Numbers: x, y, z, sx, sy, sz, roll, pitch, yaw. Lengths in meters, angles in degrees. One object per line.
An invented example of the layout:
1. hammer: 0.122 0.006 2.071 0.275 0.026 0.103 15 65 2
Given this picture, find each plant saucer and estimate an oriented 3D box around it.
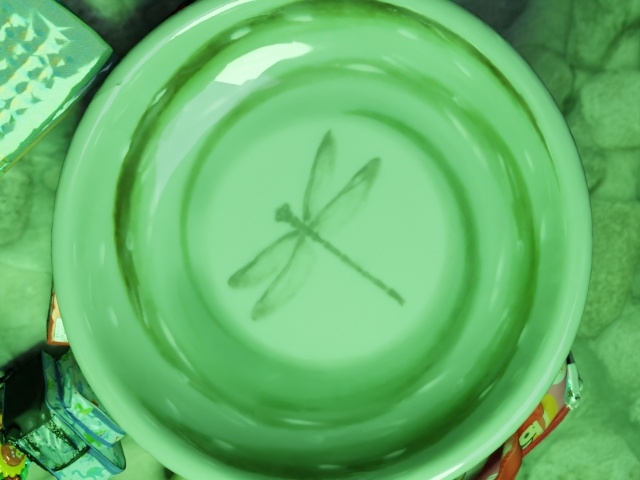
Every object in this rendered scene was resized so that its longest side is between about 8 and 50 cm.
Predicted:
1. plant saucer: 0.000 0.000 0.789 0.400 0.100 0.400 -1 86 9

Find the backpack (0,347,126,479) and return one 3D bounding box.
1. backpack: -0.214 0.159 0.894 0.084 0.105 0.114 -33 121 -1

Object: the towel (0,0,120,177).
1. towel: -0.379 -0.107 0.782 0.370 0.040 0.271 -43 115 5

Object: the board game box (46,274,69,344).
1. board game box: -0.133 0.022 0.896 0.193 0.045 0.147 5 109 -18

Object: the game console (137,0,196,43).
1. game console: -0.061 -0.162 0.863 0.124 0.085 0.144 -33 120 33

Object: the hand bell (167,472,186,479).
1. hand bell: -0.160 0.285 0.976 0.242 0.126 0.126 -42 116 16

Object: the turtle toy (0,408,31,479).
1. turtle toy: -0.289 0.198 0.880 0.066 0.130 0.095 -19 123 27

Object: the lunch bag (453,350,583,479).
1. lunch bag: 0.063 0.138 0.857 0.293 0.258 0.120 -38 136 -12
